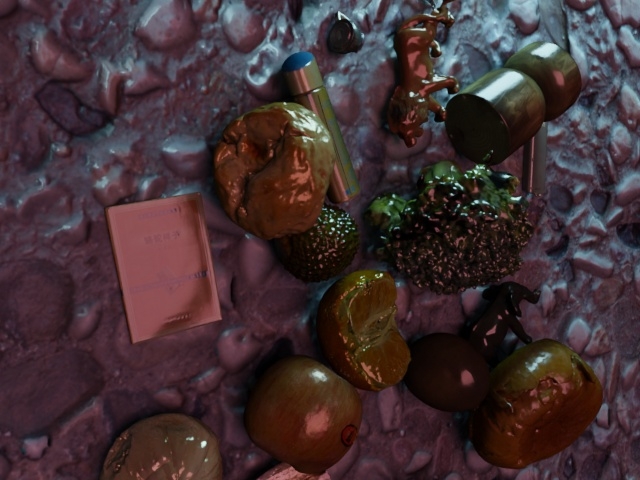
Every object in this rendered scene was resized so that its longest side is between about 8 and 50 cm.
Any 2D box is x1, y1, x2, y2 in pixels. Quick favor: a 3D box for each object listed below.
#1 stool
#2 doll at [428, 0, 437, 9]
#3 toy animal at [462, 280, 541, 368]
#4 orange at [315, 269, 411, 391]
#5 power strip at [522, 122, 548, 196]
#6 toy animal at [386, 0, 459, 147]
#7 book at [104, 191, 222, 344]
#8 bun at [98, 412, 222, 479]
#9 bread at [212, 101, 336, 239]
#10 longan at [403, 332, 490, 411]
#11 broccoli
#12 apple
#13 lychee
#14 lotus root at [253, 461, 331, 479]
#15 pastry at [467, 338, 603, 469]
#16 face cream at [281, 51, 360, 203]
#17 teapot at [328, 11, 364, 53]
[{"bbox_3d":[0.428,-0.306,1.361,0.264,0.179,0.179,-36,110,-23],"label":"stool"},{"bbox_3d":[0.241,-0.552,1.319,0.057,0.039,0.114,19,71,-58],"label":"doll"},{"bbox_3d":[0.432,0.195,1.429,0.146,0.114,0.245,45,69,-27],"label":"toy animal"},{"bbox_3d":[0.080,0.172,1.201,0.179,0.158,0.237,-26,106,-39],"label":"orange"},{"bbox_3d":[0.536,-0.235,1.513,0.060,0.027,0.252,1,92,-29],"label":"power strip"},{"bbox_3d":[0.206,-0.352,1.283,0.157,0.097,0.312,-5,94,-23],"label":"toy animal"},{"bbox_3d":[-0.271,0.046,1.073,0.170,0.018,0.241,-13,100,-28],"label":"book"},{"bbox_3d":[-0.261,0.413,1.033,0.220,0.134,0.220,-5,99,-31],"label":"bun"},{"bbox_3d":[-0.086,-0.122,1.041,0.134,0.244,0.244,21,81,-63],"label":"bread"},{"bbox_3d":[0.272,0.284,1.308,0.189,0.189,0.189,-2,94,-30],"label":"longan"},{"bbox_3d":[0.288,-0.048,1.262,0.348,0.293,0.281,20,45,-40],"label":"broccoli"},{"bbox_3d":[-0.032,0.318,1.119,0.211,0.211,0.188,41,71,-25],"label":"apple"},{"bbox_3d":[0.000,0.000,1.147,0.171,0.171,0.171,-2,94,-30],"label":"lychee"},{"bbox_3d":[-0.121,0.544,1.161,0.329,0.078,0.167,-25,82,-24],"label":"lotus root"},{"bbox_3d":[0.496,0.385,1.406,0.356,0.164,0.356,-17,124,-26],"label":"pastry"},{"bbox_3d":[0.000,-0.216,1.152,0.067,0.139,0.285,-18,104,7],"label":"face cream"},{"bbox_3d":[0.053,-0.410,1.213,0.057,0.066,0.088,4,68,-49],"label":"teapot"}]
